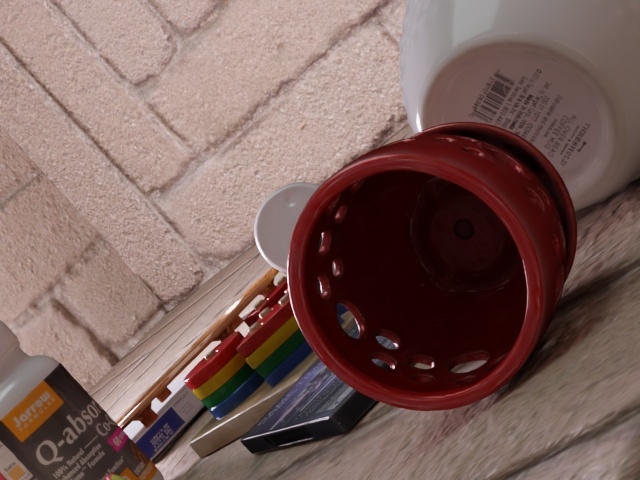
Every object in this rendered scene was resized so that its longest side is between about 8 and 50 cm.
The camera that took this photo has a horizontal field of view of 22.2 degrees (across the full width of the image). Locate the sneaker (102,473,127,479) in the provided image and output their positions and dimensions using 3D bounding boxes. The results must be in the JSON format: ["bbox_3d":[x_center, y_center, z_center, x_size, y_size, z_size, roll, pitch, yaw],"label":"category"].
[{"bbox_3d":[-0.244,0.318,1.633,0.208,0.094,0.081,-48,9,-38],"label":"sneaker"}]

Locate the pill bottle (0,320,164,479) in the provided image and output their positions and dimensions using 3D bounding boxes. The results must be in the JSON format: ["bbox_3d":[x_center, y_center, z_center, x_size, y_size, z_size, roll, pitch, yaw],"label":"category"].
[{"bbox_3d":[-0.329,0.237,1.910,0.162,0.278,0.162,-42,6,5],"label":"pill bottle"}]

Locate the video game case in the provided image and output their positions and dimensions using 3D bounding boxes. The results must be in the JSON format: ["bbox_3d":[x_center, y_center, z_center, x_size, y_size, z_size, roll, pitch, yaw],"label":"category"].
[{"bbox_3d":[0.034,0.123,1.575,0.196,0.026,0.274,-44,4,-22],"label":"video game case"}]

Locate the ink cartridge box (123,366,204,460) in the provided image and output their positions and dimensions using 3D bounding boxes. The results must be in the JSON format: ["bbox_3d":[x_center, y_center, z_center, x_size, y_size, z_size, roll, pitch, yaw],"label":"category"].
[{"bbox_3d":[-0.237,0.264,2.307,0.223,0.045,0.224,-46,7,-37],"label":"ink cartridge box"}]

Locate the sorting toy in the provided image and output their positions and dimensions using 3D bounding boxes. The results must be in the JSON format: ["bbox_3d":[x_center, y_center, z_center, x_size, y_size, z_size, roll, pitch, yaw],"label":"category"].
[{"bbox_3d":[-0.036,0.106,1.876,0.255,0.089,0.257,-46,7,-38],"label":"sorting toy"}]

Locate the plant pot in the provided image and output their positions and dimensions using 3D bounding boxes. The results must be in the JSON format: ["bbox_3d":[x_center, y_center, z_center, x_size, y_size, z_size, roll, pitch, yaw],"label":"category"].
[{"bbox_3d":[0.092,0.011,1.205,0.191,0.191,0.174,-39,-2,25],"label":"plant pot"}]

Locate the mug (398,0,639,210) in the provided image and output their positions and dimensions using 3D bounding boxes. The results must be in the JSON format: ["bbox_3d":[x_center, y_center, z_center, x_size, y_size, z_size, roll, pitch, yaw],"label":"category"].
[{"bbox_3d":[0.179,-0.150,1.454,0.374,0.276,0.328,-45,10,37],"label":"mug"}]

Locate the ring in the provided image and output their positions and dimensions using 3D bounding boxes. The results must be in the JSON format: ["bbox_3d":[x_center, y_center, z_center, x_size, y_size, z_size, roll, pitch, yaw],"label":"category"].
[{"bbox_3d":[-0.166,0.159,2.100,0.336,0.032,0.336,-44,1,1],"label":"ring"}]

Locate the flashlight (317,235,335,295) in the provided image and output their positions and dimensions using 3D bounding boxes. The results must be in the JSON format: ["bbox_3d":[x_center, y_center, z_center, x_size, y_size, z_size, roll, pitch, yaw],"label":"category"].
[{"bbox_3d":[0.077,-0.015,1.771,0.103,0.103,0.304,-46,-3,25],"label":"flashlight"}]

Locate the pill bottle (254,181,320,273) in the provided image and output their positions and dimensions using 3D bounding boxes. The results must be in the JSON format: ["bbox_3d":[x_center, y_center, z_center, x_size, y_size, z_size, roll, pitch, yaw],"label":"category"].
[{"bbox_3d":[0.000,0.000,2.097,0.117,0.117,0.208,-41,-18,7],"label":"pill bottle"}]
